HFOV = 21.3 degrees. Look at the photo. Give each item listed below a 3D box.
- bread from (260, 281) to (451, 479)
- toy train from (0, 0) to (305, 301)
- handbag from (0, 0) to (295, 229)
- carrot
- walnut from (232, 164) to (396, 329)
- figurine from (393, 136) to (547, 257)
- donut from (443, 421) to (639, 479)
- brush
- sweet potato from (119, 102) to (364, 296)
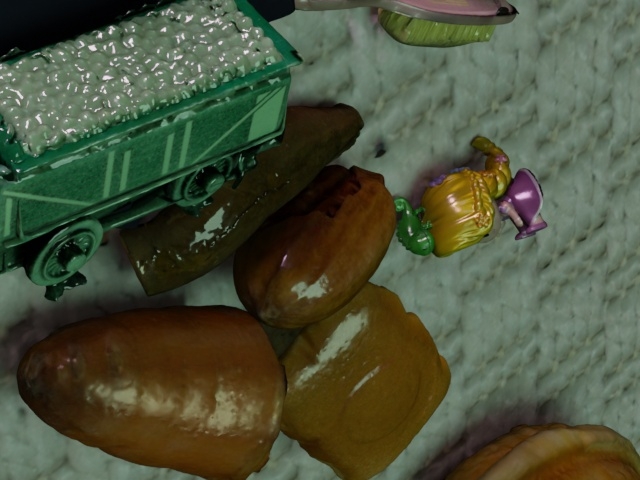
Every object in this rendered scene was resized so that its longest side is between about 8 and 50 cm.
[{"bbox_3d":[0.024,0.128,1.665,0.174,0.121,0.245,-52,144,-10],"label":"bread"},{"bbox_3d":[-0.143,-0.067,1.149,0.269,0.115,0.154,-24,145,-27],"label":"toy train"},{"bbox_3d":[-0.173,-0.159,1.222,0.329,0.122,0.303,6,123,-55],"label":"handbag"},{"bbox_3d":[-0.152,0.127,1.439,0.225,0.159,0.159,7,109,-48],"label":"carrot"},{"bbox_3d":[0.000,0.000,1.546,0.207,0.115,0.116,-47,143,-33],"label":"walnut"},{"bbox_3d":[0.140,-0.043,1.720,0.156,0.115,0.095,-16,163,-18],"label":"figurine"},{"bbox_3d":[0.240,0.419,2.046,0.449,0.198,0.449,-25,131,-33],"label":"donut"},{"bbox_3d":[0.057,-0.203,1.521,0.312,0.072,0.067,-5,132,-45],"label":"brush"},{"bbox_3d":[-0.065,-0.055,1.483,0.286,0.085,0.112,-43,176,-36],"label":"sweet potato"}]
